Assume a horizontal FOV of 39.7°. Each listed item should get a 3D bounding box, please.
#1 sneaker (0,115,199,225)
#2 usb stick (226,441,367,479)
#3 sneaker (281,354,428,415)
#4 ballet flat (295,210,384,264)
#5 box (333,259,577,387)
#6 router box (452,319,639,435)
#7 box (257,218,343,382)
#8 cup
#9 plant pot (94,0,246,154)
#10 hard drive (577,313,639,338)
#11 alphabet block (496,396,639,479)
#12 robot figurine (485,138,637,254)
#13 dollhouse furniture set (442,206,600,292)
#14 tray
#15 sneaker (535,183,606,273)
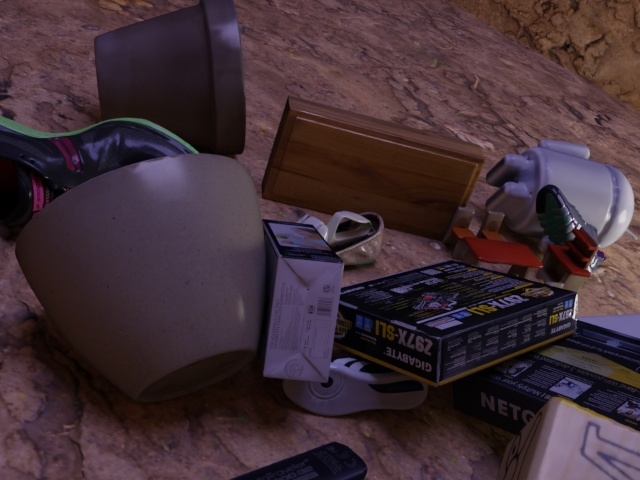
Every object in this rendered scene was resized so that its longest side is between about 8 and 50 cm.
[{"bbox_3d":[-0.429,-0.095,1.445,0.482,0.185,0.202,2,39,-12],"label":"sneaker"},{"bbox_3d":[-0.059,0.308,1.078,0.278,0.045,0.077,-10,33,-42],"label":"usb stick"},{"bbox_3d":[0.040,0.199,1.315,0.216,0.079,0.121,7,16,-14],"label":"sneaker"},{"bbox_3d":[0.000,0.000,1.589,0.107,0.106,0.316,37,33,29],"label":"ballet flat"},{"bbox_3d":[0.190,0.113,1.348,0.321,0.079,0.257,-12,20,-40],"label":"box"},{"bbox_3d":[0.387,0.215,1.299,0.242,0.081,0.308,-21,25,-36],"label":"router box"},{"bbox_3d":[-0.042,0.077,1.269,0.087,0.169,0.290,6,11,-9],"label":"box"},{"bbox_3d":[-0.203,0.074,1.171,0.331,0.331,0.237,-8,67,-41],"label":"cup"},{"bbox_3d":[-0.309,-0.325,1.808,0.280,0.323,0.323,-6,34,-11],"label":"plant pot"},{"bbox_3d":[0.453,0.206,1.512,0.318,0.040,0.210,-1,33,-12],"label":"hard drive"},{"bbox_3d":[0.306,0.333,1.041,0.193,0.192,0.197,24,59,5],"label":"alphabet block"},{"bbox_3d":[0.551,-0.093,1.998,0.353,0.200,0.300,13,69,-13],"label":"robot figurine"},{"bbox_3d":[0.407,0.030,1.760,0.259,0.135,0.262,7,31,-23],"label":"dollhouse furniture set"},{"bbox_3d":[0.105,-0.139,1.796,0.410,0.203,0.076,12,30,-13],"label":"tray"},{"bbox_3d":[0.533,-0.031,1.881,0.098,0.224,0.083,-34,18,-28],"label":"sneaker"}]
